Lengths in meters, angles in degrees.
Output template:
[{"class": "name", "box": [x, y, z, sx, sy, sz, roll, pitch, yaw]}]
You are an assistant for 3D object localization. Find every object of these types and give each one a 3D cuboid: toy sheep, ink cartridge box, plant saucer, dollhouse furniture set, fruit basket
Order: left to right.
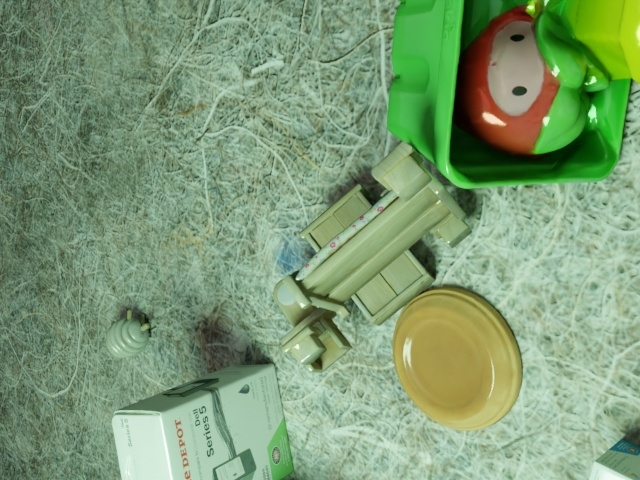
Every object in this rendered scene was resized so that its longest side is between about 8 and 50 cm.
[{"class": "toy sheep", "box": [-0.398, 0.197, 1.467, 0.132, 0.091, 0.091, -35, 74, 36]}, {"class": "ink cartridge box", "box": [-0.182, 0.332, 1.152, 0.115, 0.273, 0.198, -9, 92, 35]}, {"class": "dollhouse furniture set", "box": [0.000, 0.000, 0.856, 0.303, 0.355, 0.173, -41, 67, 8]}, {"class": "plant saucer", "box": [0.174, 0.164, 0.960, 0.200, 0.037, 0.199, 9, 104, 42]}, {"class": "fruit basket", "box": [0.256, -0.230, 0.677, 0.392, 0.283, 0.391, 14, 107, 59]}, {"class": "ink cartridge box", "box": [0.366, 0.275, 0.766, 0.123, 0.089, 0.052, 22, 109, 38]}]
